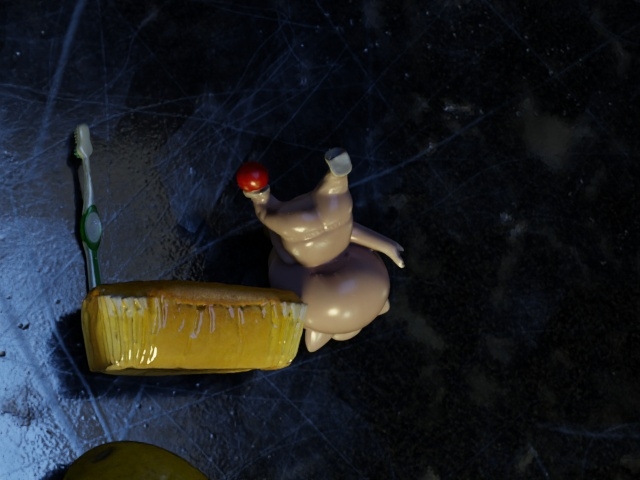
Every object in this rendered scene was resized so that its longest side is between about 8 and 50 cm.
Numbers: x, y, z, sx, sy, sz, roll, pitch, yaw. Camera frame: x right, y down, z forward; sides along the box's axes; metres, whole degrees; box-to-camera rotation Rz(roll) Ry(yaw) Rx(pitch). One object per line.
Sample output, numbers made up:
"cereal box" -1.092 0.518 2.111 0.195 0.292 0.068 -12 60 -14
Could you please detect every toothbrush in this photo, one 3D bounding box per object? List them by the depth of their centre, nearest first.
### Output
"toothbrush" -0.303 -0.008 2.106 0.030 0.030 0.304 -3 78 -25

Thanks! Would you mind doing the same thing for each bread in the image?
"bread" -0.165 0.115 2.060 0.288 0.152 0.119 2 84 -28

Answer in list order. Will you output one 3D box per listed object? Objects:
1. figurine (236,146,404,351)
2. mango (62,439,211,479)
"figurine" 0.000 0.000 2.152 0.176 0.186 0.287 -31 124 -11
"mango" -0.201 0.409 1.907 0.253 0.182 0.365 -11 59 -37
